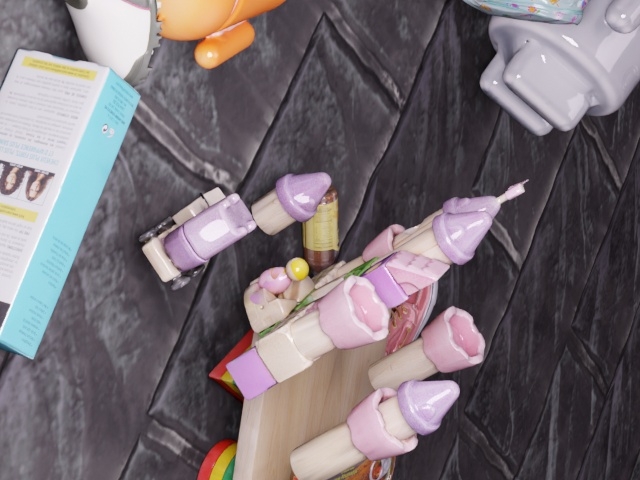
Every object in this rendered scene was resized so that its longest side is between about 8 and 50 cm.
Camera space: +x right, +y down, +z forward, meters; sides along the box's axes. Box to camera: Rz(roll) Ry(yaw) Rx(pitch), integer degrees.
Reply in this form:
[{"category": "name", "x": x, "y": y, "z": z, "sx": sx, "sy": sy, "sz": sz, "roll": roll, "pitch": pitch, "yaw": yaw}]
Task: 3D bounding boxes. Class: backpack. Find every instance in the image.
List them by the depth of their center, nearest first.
[{"category": "backpack", "x": 0.237, "y": -0.318, "z": 2.152, "sx": 0.152, "sy": 0.182, "sz": 0.115, "roll": -20, "pitch": 119, "yaw": -57}]

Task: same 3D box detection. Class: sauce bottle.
[{"category": "sauce bottle", "x": 0.000, "y": 0.000, "z": 2.017, "sx": 0.042, "sy": 0.042, "sz": 0.128, "roll": -38, "pitch": 135, "yaw": -48}]

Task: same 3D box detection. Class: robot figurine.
[{"category": "robot figurine", "x": -0.100, "y": -0.255, "z": 1.645, "sx": 0.219, "sy": 0.128, "sz": 0.158, "roll": -33, "pitch": 157, "yaw": -52}, {"category": "robot figurine", "x": 0.351, "y": -0.300, "z": 2.303, "sx": 0.200, "sy": 0.300, "sz": 0.353, "roll": 40, "pitch": 78, "yaw": -17}]

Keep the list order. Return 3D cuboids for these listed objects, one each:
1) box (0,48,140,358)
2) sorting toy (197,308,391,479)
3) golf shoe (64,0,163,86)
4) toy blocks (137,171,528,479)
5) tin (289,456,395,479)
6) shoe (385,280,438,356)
[{"category": "box", "x": -0.244, "y": -0.032, "z": 1.510, "sx": 0.060, "sy": 0.100, "sz": 0.244, "roll": 42, "pitch": 66, "yaw": -59}, {"category": "sorting toy", "x": -0.038, "y": 0.196, "z": 1.983, "sx": 0.255, "sy": 0.089, "sz": 0.257, "roll": -8, "pitch": 109, "yaw": -59}, {"category": "golf shoe", "x": -0.211, "y": -0.246, "z": 1.507, "sx": 0.120, "sy": 0.105, "sz": 0.273, "roll": -28, "pitch": 123, "yaw": -32}, {"category": "toy blocks", "x": 0.051, "y": 0.027, "z": 1.773, "sx": 0.309, "sy": 0.260, "sz": 0.288, "roll": 56, "pitch": 29, "yaw": -4}, {"category": "tin", "x": 0.023, "y": 0.258, "z": 1.987, "sx": 0.189, "sy": 0.040, "sz": 0.106, "roll": -11, "pitch": 116, "yaw": -58}, {"category": "shoe", "x": 0.086, "y": 0.092, "z": 2.182, "sx": 0.081, "sy": 0.063, "sz": 0.178, "roll": 29, "pitch": 81, "yaw": -65}]
